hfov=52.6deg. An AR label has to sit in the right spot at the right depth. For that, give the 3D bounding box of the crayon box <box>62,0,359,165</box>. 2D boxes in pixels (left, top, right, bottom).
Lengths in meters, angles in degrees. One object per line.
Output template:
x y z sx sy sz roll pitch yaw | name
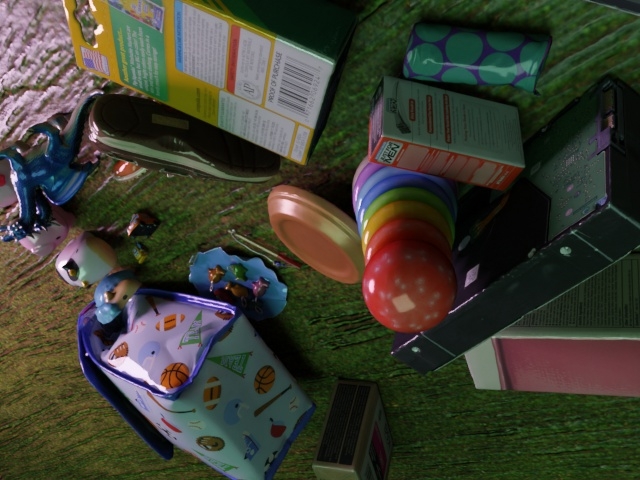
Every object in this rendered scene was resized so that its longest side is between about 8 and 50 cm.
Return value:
-0.135 -0.233 0.762 0.323 0.083 0.203 23 153 0 | crayon box

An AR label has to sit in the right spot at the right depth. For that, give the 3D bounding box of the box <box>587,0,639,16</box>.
0.318 -0.331 0.494 0.395 0.097 0.318 18 138 6 | box

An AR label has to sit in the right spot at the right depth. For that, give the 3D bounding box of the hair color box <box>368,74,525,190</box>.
0.142 -0.122 0.739 0.167 0.093 0.053 12 148 -11 | hair color box

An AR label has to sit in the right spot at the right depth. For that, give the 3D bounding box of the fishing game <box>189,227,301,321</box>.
-0.150 0.085 1.145 0.189 0.041 0.264 29 137 -9 | fishing game

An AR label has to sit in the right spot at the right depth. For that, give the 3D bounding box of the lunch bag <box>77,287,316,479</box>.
-0.263 0.267 1.231 0.386 0.239 0.327 10 141 40 | lunch bag

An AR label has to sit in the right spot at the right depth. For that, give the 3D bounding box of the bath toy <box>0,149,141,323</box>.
-0.477 -0.005 1.136 0.151 0.129 0.348 -25 118 39 | bath toy

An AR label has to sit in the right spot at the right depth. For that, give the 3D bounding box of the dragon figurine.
-0.401 -0.113 1.004 0.289 0.085 0.144 -34 110 10 | dragon figurine

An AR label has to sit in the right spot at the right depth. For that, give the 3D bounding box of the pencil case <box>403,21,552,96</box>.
0.169 -0.200 0.708 0.152 0.070 0.064 11 102 15 | pencil case

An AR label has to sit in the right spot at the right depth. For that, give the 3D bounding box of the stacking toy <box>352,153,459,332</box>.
0.092 -0.005 0.724 0.141 0.330 0.141 3 114 7 | stacking toy

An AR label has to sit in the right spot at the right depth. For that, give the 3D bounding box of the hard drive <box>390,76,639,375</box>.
0.221 -0.008 0.748 0.064 0.236 0.339 33 135 -10 | hard drive

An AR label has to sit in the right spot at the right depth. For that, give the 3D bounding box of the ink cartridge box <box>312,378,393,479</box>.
0.071 0.417 1.256 0.088 0.193 0.234 0 132 21 | ink cartridge box

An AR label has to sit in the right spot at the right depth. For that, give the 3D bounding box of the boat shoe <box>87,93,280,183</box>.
-0.186 -0.128 0.888 0.258 0.095 0.095 16 152 -23 | boat shoe

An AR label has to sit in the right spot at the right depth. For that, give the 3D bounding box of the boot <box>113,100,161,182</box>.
-0.267 -0.146 0.963 0.158 0.059 0.084 -27 114 30 | boot

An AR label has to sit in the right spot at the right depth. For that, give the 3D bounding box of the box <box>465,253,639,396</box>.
0.323 0.115 0.884 0.233 0.148 0.126 -3 131 27 | box

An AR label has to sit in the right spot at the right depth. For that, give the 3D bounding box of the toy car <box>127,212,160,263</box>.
-0.323 -0.005 1.123 0.040 0.060 0.122 52 132 17 | toy car

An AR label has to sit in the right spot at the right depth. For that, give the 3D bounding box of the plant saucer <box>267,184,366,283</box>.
0.000 0.000 0.937 0.200 0.037 0.200 33 160 14 | plant saucer
